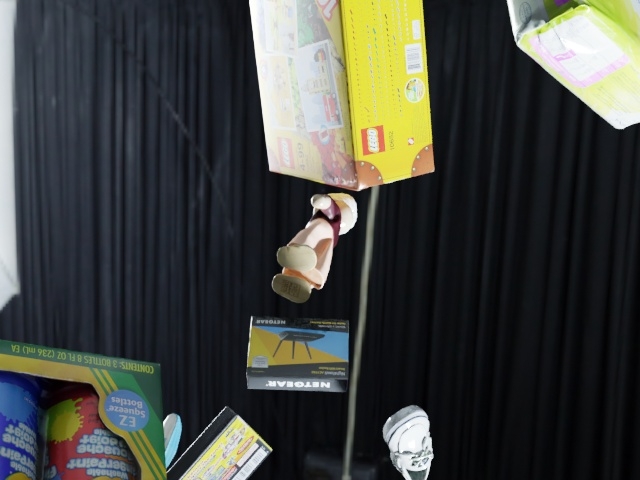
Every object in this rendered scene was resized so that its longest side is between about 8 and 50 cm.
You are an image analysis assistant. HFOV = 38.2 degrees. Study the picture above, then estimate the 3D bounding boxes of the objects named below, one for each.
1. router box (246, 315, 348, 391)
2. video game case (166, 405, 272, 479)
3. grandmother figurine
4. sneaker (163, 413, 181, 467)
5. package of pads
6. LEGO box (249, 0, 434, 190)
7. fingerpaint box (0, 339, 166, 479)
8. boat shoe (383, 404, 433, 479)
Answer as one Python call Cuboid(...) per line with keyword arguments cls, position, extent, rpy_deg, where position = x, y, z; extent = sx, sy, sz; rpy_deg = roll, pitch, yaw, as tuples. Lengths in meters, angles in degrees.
Cuboid(cls="router box", position=(-0.039, 0.203, 1.658), extent=(0.179, 0.046, 0.133), rpy_deg=(1, -132, 0))
Cuboid(cls="video game case", position=(-0.233, 0.486, 1.883), extent=(0.035, 0.275, 0.248), rpy_deg=(36, 166, 29))
Cuboid(cls="grandmother figurine", position=(0.000, 0.000, 1.830), extent=(0.104, 0.207, 0.342), rpy_deg=(24, -150, 6))
Cuboid(cls="sneaker", position=(-0.392, 0.492, 2.099), extent=(0.092, 0.228, 0.087), rpy_deg=(21, 156, 13))
Cuboid(cls="package of pads", position=(0.339, -0.293, 1.172), extent=(0.101, 0.229, 0.297), rpy_deg=(-25, 149, 35))
Cuboid(cls="LEGO box", position=(0.032, -0.382, 1.890), extent=(0.193, 0.499, 0.372), rpy_deg=(-15, -163, -29))
Cuboid(cls="fingerpaint box", position=(-0.423, 0.311, 1.153), extent=(0.445, 0.163, 0.371), rpy_deg=(14, -136, -26))
Cuboid(cls="boat shoe", position=(0.163, 0.354, 1.581), extent=(0.083, 0.226, 0.075), rpy_deg=(-30, -121, -8))
